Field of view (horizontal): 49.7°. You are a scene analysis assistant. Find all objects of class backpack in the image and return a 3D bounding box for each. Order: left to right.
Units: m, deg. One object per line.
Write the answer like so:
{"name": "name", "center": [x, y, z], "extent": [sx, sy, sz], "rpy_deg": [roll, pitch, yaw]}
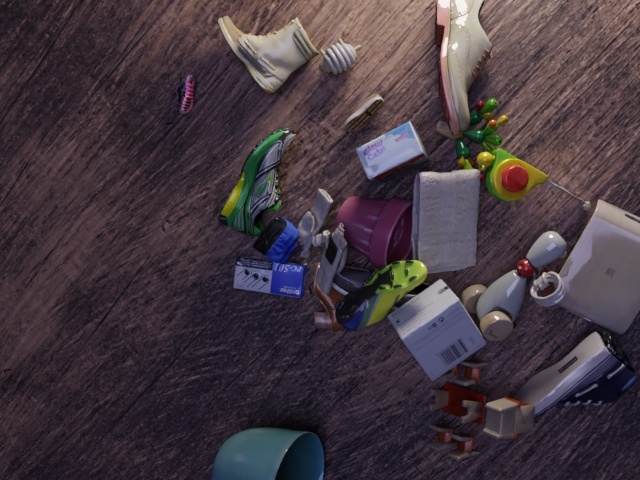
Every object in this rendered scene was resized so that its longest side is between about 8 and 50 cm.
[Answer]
{"name": "backpack", "center": [-0.119, -0.002, 1.975], "extent": [0.098, 0.101, 0.120], "rpy_deg": [29, 86, 48]}

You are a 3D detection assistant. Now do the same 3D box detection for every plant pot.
{"name": "plant pot", "center": [-0.160, 0.662, 1.946], "extent": [0.235, 0.293, 0.292], "rpy_deg": [5, 94, 29]}
{"name": "plant pot", "center": [0.148, -0.034, 1.890], "extent": [0.180, 0.201, 0.201], "rpy_deg": [20, 97, 26]}

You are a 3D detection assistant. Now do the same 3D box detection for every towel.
{"name": "towel", "center": [0.336, -0.050, 1.847], "extent": [0.187, 0.049, 0.282], "rpy_deg": [-6, 108, -19]}

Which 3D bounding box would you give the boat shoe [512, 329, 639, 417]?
{"name": "boat shoe", "center": [0.674, 0.400, 1.827], "extent": [0.158, 0.127, 0.340], "rpy_deg": [42, 112, -9]}

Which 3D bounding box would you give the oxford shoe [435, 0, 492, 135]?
{"name": "oxford shoe", "center": [0.380, -0.472, 1.814], "extent": [0.147, 0.140, 0.396], "rpy_deg": [-2, 83, 7]}

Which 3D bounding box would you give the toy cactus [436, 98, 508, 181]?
{"name": "toy cactus", "center": [0.399, -0.282, 1.867], "extent": [0.181, 0.112, 0.218], "rpy_deg": [19, 107, 21]}

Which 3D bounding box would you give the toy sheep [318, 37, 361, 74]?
{"name": "toy sheep", "center": [0.054, -0.512, 1.931], "extent": [0.132, 0.091, 0.091], "rpy_deg": [-33, 86, 7]}

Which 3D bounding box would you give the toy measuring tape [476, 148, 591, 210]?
{"name": "toy measuring tape", "center": [0.546, -0.128, 1.815], "extent": [0.330, 0.121, 0.121], "rpy_deg": [29, 99, -7]}

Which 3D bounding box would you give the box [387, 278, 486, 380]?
{"name": "box", "center": [0.305, 0.235, 1.815], "extent": [0.181, 0.119, 0.182], "rpy_deg": [-36, 118, 2]}

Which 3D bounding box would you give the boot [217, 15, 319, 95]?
{"name": "boot", "center": [-0.149, -0.574, 1.965], "extent": [0.203, 0.095, 0.262], "rpy_deg": [-37, 87, 12]}

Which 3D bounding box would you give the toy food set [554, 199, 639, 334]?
{"name": "toy food set", "center": [0.756, 0.074, 1.814], "extent": [0.220, 0.092, 0.306], "rpy_deg": [27, 106, 9]}

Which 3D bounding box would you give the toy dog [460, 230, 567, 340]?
{"name": "toy dog", "center": [0.534, 0.136, 1.815], "extent": [0.334, 0.161, 0.220], "rpy_deg": [-35, 43, 40]}

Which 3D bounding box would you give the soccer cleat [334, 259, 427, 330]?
{"name": "soccer cleat", "center": [0.169, 0.146, 1.823], "extent": [0.289, 0.121, 0.093], "rpy_deg": [-35, 44, 22]}

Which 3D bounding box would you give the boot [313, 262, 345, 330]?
{"name": "boot", "center": [0.057, 0.159, 1.978], "extent": [0.153, 0.073, 0.197], "rpy_deg": [-2, 91, 5]}

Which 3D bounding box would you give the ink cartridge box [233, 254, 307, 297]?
{"name": "ink cartridge box", "center": [-0.148, 0.104, 2.025], "extent": [0.207, 0.046, 0.097], "rpy_deg": [8, 96, 12]}

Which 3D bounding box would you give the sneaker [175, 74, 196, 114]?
{"name": "sneaker", "center": [-0.409, -0.435, 2.060], "extent": [0.057, 0.047, 0.119], "rpy_deg": [12, 92, 26]}

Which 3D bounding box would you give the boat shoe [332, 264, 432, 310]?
{"name": "boat shoe", "center": [0.179, 0.127, 1.908], "extent": [0.325, 0.116, 0.096], "rpy_deg": [21, 121, 6]}

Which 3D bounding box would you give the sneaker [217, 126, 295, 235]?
{"name": "sneaker", "center": [-0.155, -0.170, 1.984], "extent": [0.146, 0.134, 0.343], "rpy_deg": [29, 108, 3]}

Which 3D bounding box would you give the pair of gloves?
{"name": "pair of gloves", "center": [0.000, 0.000, 1.899], "extent": [0.204, 0.042, 0.240], "rpy_deg": [-63, 38, 36]}

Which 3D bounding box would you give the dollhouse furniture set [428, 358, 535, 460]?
{"name": "dollhouse furniture set", "center": [0.422, 0.450, 1.850], "extent": [0.259, 0.135, 0.261], "rpy_deg": [9, 95, 54]}

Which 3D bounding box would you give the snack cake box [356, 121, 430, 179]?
{"name": "snack cake box", "center": [0.197, -0.225, 1.821], "extent": [0.152, 0.264, 0.089], "rpy_deg": [-24, 87, 12]}

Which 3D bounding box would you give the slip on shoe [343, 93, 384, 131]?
{"name": "slip on shoe", "center": [0.118, -0.361, 1.948], "extent": [0.135, 0.051, 0.041], "rpy_deg": [-42, 44, 19]}
